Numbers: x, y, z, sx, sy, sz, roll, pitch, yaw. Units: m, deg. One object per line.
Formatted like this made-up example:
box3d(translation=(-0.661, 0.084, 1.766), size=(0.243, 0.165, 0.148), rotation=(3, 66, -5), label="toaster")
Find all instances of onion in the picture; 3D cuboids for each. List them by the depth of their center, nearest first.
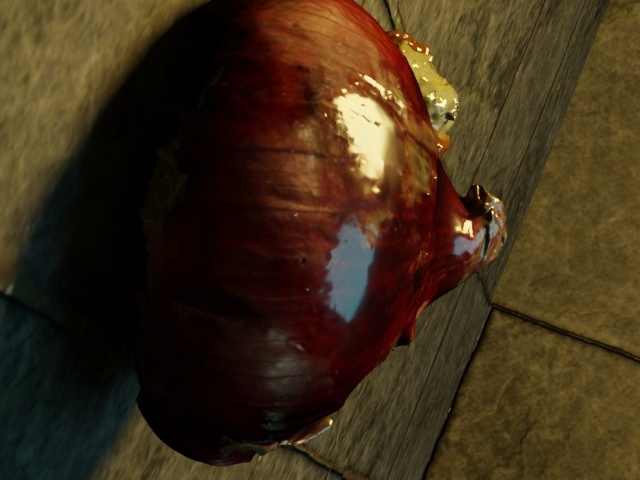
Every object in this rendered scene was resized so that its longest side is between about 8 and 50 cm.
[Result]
box3d(translation=(0.000, 0.000, 0.864), size=(0.272, 0.195, 0.272), rotation=(13, 90, -88), label="onion")

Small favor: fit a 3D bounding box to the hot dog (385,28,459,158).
box3d(translation=(0.011, -0.041, 1.057), size=(0.213, 0.103, 0.146), rotation=(-62, -169, -7), label="hot dog")
